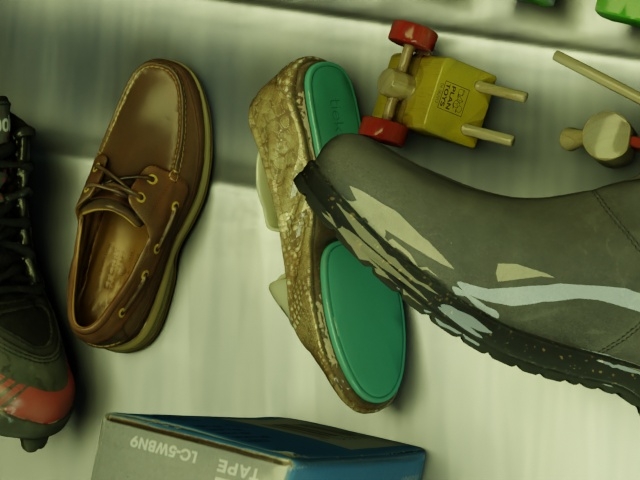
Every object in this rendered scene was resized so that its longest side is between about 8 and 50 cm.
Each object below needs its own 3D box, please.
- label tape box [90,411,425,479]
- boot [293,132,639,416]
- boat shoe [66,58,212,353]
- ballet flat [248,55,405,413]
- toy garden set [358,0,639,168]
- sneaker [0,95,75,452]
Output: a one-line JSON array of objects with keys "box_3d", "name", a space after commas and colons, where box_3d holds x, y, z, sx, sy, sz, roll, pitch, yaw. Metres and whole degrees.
[{"box_3d": [-0.053, 0.260, 0.945, 0.106, 0.240, 0.334, 11, 88, 19], "name": "label tape box"}, {"box_3d": [0.176, -0.024, 0.942, 0.338, 0.118, 0.223, 29, 101, -1], "name": "boot"}, {"box_3d": [-0.109, -0.022, 1.090, 0.064, 0.060, 0.178, 12, 88, 20], "name": "boat shoe"}, {"box_3d": [0.000, 0.000, 1.058, 0.067, 0.073, 0.206, -19, 74, 44], "name": "ballet flat"}, {"box_3d": [0.145, -0.129, 1.025, 0.244, 0.049, 0.204, 16, 88, 19], "name": "toy garden set"}, {"box_3d": [-0.215, -0.011, 1.095, 0.135, 0.097, 0.276, -42, 72, 30], "name": "sneaker"}]
